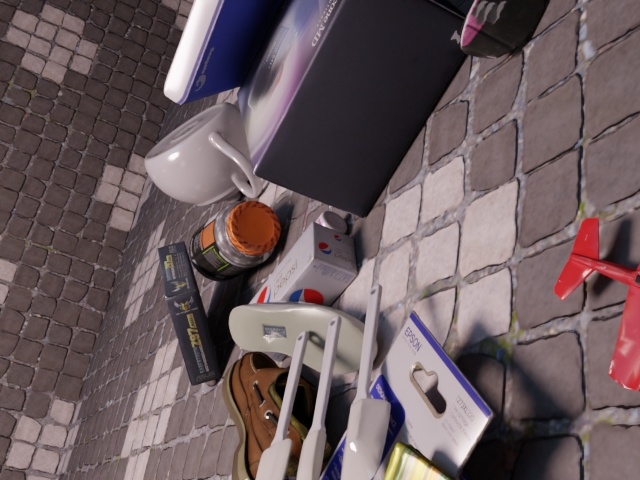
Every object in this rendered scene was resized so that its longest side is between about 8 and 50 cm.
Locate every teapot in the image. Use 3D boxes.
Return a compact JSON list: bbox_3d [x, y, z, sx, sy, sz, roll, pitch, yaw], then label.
[{"bbox_3d":[-0.227,-0.158,1.537,0.253,0.187,0.256,-26,22,21],"label":"teapot"}]

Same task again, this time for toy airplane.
[{"bbox_3d":[0.224,0.024,0.525,0.151,0.028,0.151,-49,31,42],"label":"toy airplane"}]

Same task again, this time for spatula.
[{"bbox_3d":[0.007,0.153,0.724,0.168,0.019,0.242,-38,23,34],"label":"spatula"}]

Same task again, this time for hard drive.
[{"bbox_3d":[-0.101,-0.331,1.119,0.210,0.040,0.319,-61,-12,30],"label":"hard drive"}]

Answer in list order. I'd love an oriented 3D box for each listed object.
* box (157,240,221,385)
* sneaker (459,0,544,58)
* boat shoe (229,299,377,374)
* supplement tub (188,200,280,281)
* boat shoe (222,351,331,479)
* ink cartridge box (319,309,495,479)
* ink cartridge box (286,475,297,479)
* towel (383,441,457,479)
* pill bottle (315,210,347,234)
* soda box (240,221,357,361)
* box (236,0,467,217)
[{"bbox_3d":[-0.243,0.127,1.341,0.232,0.059,0.183,-126,23,-63],"label":"box"},{"bbox_3d":[0.210,-0.278,0.799,0.178,0.072,0.077,-58,11,6],"label":"sneaker"},{"bbox_3d":[-0.012,0.107,0.902,0.228,0.081,0.079,4,102,41],"label":"boat shoe"},{"bbox_3d":[-0.150,0.000,1.289,0.190,0.117,0.116,-27,47,58],"label":"supplement tub"},{"bbox_3d":[-0.043,0.208,0.883,0.104,0.111,0.307,-50,22,8],"label":"boat shoe"},{"bbox_3d":[0.049,0.264,0.665,0.370,0.069,0.175,-65,22,14],"label":"ink cartridge box"},{"bbox_3d":[-0.015,0.315,0.626,0.097,0.046,0.207,-62,22,18],"label":"ink cartridge box"},{"bbox_3d":[0.120,0.238,0.495,0.237,0.021,0.102,25,101,49],"label":"towel"},{"bbox_3d":[0.000,0.000,1.040,0.083,0.043,0.043,-53,27,34],"label":"pill bottle"},{"bbox_3d":[-0.035,0.076,1.020,0.216,0.069,0.073,-51,28,35],"label":"soda box"},{"bbox_3d":[0.029,-0.244,1.017,0.296,0.183,0.294,-60,25,23],"label":"box"}]
